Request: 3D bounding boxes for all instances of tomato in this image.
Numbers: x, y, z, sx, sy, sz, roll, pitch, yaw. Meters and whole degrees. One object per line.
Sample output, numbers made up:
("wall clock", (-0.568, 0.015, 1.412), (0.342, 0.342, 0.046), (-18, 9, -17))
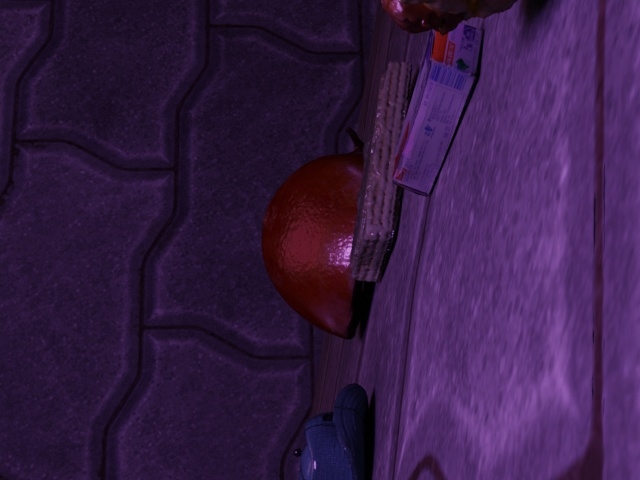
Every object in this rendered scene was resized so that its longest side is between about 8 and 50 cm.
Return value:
("tomato", (-0.004, -0.004, 1.441), (0.309, 0.170, 0.309), (12, -90, -84))

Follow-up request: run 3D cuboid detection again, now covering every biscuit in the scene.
("biscuit", (0.075, -0.087, 1.235), (0.150, 0.052, 0.252), (101, 179, -68))

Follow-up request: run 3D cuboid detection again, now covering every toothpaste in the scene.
("toothpaste", (0.092, -0.103, 0.806), (0.196, 0.040, 0.047), (101, -179, -65))

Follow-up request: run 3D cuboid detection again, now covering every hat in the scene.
("hat", (0.009, 0.235, 1.038), (0.191, 0.078, 0.138), (-82, -2, -62))

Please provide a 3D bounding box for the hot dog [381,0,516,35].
("hot dog", (0.076, -0.215, 0.514), (0.146, 0.103, 0.213), (-3, -73, -69))
